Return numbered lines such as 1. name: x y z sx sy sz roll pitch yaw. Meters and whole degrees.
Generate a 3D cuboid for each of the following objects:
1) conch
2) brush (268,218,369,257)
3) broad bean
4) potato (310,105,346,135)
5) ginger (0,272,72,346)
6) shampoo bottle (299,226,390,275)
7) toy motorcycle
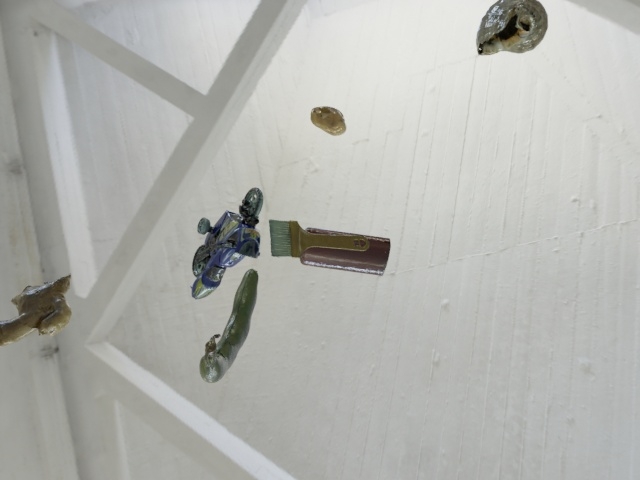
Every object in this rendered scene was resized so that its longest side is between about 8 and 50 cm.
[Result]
1. conch: 0.396 -0.438 1.195 0.130 0.207 0.155 43 -67 1
2. brush: 0.000 0.000 1.188 0.218 0.010 0.082 3 -109 -19
3. broad bean: -0.163 0.165 1.047 0.049 0.292 0.144 16 -67 2
4. potato: 0.018 -0.260 1.245 0.083 0.068 0.062 9 -88 -2
5. ginger: -0.599 0.148 1.155 0.214 0.059 0.133 -18 -124 -21
6. shampoo bottle: 0.030 0.023 1.372 0.260 0.064 0.102 7 -59 -6
7. toy motorcycle: -0.222 0.017 1.365 0.315 0.113 0.169 -46 -137 30
